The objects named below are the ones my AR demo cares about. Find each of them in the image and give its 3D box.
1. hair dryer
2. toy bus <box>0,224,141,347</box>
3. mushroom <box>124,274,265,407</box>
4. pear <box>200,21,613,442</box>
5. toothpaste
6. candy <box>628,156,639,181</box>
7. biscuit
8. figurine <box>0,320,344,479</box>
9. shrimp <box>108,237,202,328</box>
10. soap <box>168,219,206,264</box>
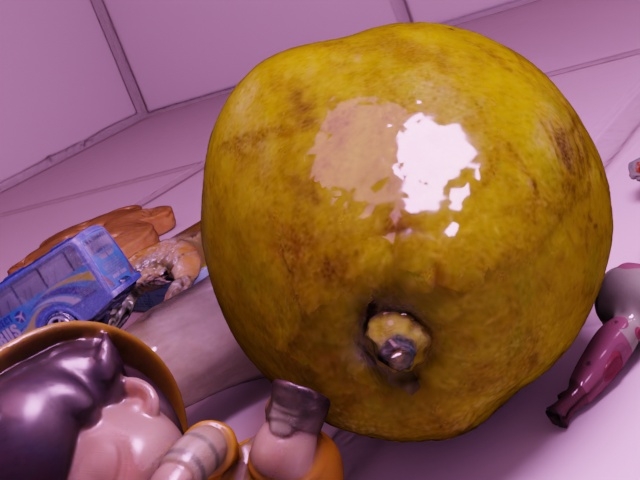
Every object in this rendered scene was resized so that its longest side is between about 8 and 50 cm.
[{"bbox_3d":[0.205,0.075,0.757,0.154,0.054,0.106,-38,24,-23],"label":"hair dryer"},{"bbox_3d":[-0.288,0.074,1.103,0.236,0.094,0.079,-29,-1,18],"label":"toy bus"},{"bbox_3d":[-0.072,0.075,0.973,0.329,0.122,0.159,-32,9,-36],"label":"mushroom"},{"bbox_3d":[0.055,0.001,0.766,0.287,0.287,0.375,-18,18,10],"label":"pear"},{"bbox_3d":[-0.186,0.052,1.368,0.070,0.044,0.193,-32,18,-35],"label":"toothpaste"},{"bbox_3d":[0.423,-0.095,1.032,0.292,0.059,0.086,-10,14,34],"label":"candy"},{"bbox_3d":[-0.356,0.010,1.754,0.275,0.052,0.355,-21,13,-2],"label":"biscuit"},{"bbox_3d":[-0.113,0.150,0.677,0.257,0.192,0.167,8,-5,15],"label":"figurine"},{"bbox_3d":[-0.206,0.074,1.238,0.150,0.051,0.217,-3,42,41],"label":"shrimp"},{"bbox_3d":[-0.067,-0.026,1.432,0.135,0.076,0.233,-11,18,37],"label":"soap"}]
